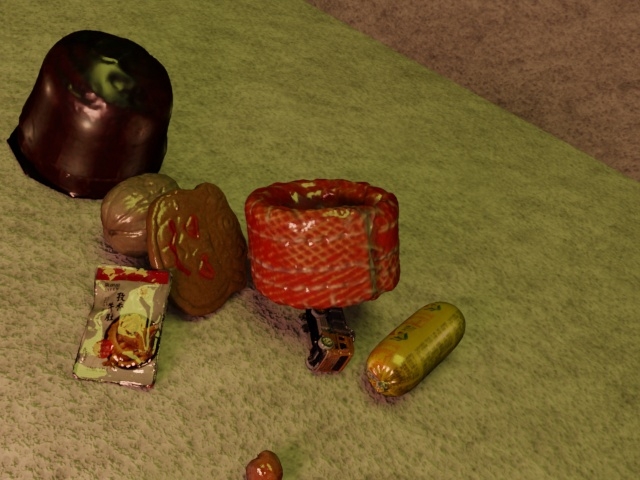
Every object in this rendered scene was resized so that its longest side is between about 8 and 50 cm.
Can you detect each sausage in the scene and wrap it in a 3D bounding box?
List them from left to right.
[{"bbox_3d":[0.217,0.235,1.652,0.123,0.123,0.347,40,42,18],"label":"sausage"}]

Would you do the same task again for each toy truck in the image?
[{"bbox_3d":[0.013,0.197,1.624,0.092,0.083,0.192,11,40,-23],"label":"toy truck"}]

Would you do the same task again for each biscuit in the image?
[{"bbox_3d":[-0.259,0.018,1.598,0.257,0.049,0.273,-25,100,-48],"label":"biscuit"}]

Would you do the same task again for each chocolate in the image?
[{"bbox_3d":[-0.526,-0.325,1.744,0.383,0.331,0.384,12,42,-11],"label":"chocolate"}]

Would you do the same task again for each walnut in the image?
[{"bbox_3d":[-0.385,-0.060,1.640,0.178,0.178,0.230,33,40,10],"label":"walnut"}]

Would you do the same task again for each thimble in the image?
[{"bbox_3d":[0.000,0.000,1.628,0.350,0.231,0.350,-3,19,1],"label":"thimble"}]

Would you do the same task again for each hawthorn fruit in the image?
[{"bbox_3d":[-0.088,0.432,1.336,0.067,0.067,0.103,-26,73,-43],"label":"hawthorn fruit"}]

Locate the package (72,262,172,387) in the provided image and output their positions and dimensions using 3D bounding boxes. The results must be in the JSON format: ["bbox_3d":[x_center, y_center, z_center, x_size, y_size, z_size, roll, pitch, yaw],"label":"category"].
[{"bbox_3d":[-0.382,0.162,1.443,0.154,0.030,0.239,8,64,-7],"label":"package"}]
